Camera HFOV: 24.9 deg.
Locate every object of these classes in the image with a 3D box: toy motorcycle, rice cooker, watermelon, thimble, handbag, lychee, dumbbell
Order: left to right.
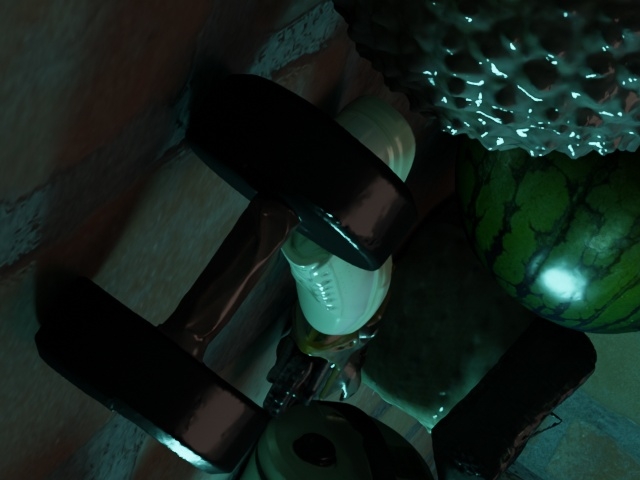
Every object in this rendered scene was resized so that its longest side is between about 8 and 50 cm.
[{"bbox_3d":[-0.058,0.022,0.911,0.218,0.152,0.152,-54,166,-7],"label":"dumbbell"},{"bbox_3d":[0.008,0.304,1.630,0.226,0.226,0.244,-31,148,-58],"label":"rice cooker"},{"bbox_3d":[0.019,0.082,1.418,0.229,0.094,0.130,-45,162,-52],"label":"toy motorcycle"},{"bbox_3d":[0.181,0.103,1.782,0.291,0.195,0.291,-49,161,-23],"label":"thimble"},{"bbox_3d":[0.222,0.201,1.636,0.270,0.088,0.175,-46,156,-9],"label":"handbag"},{"bbox_3d":[0.152,-0.196,0.886,0.300,0.300,0.300,-51,165,-19],"label":"lychee"},{"bbox_3d":[0.307,-0.078,1.517,0.363,0.363,0.363,-51,165,-19],"label":"watermelon"}]

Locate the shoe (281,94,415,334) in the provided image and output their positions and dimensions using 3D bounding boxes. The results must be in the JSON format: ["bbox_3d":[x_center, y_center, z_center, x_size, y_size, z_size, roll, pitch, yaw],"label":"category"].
[{"bbox_3d":[0.000,0.000,1.196,0.110,0.095,0.265,-37,152,-37],"label":"shoe"}]
